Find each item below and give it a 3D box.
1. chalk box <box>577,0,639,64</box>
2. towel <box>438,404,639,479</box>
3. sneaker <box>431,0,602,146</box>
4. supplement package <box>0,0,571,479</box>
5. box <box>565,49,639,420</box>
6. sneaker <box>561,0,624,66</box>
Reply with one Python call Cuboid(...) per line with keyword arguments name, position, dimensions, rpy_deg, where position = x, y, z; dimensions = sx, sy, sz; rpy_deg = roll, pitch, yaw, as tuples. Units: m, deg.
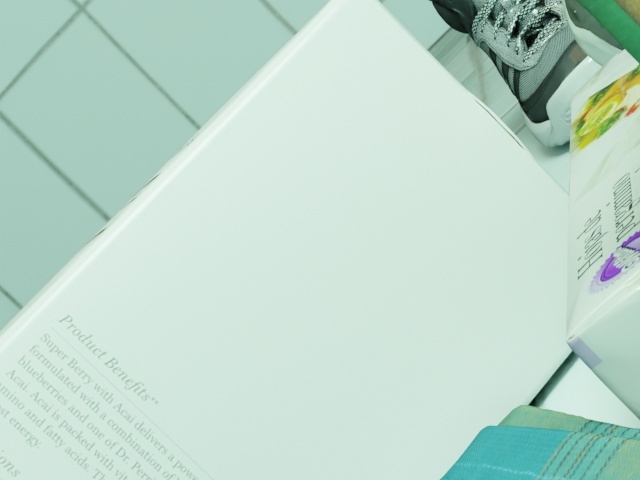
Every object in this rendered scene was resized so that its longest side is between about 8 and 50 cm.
Cuboid(name="chalk box", position=(0.175, -0.115, 0.398), dimensions=(0.179, 0.180, 0.289), rpy_deg=(-40, 6, 38))
Cuboid(name="towel", position=(-0.021, 0.190, 0.357), dimensions=(0.370, 0.040, 0.271), rpy_deg=(-48, 6, -11))
Cuboid(name="sneaker", position=(0.140, -0.156, 1.037), dimensions=(0.101, 0.153, 0.268), rpy_deg=(-45, 6, 10))
Cuboid(name="supplement package", position=(-0.041, 0.065, 0.650), dimensions=(0.293, 0.177, 0.175), rpy_deg=(-47, 6, -19))
Cuboid(name="box", position=(0.135, -0.019, 0.559), dimensions=(0.063, 0.067, 0.324), rpy_deg=(-44, 7, 19))
Cuboid(name="sneaker", position=(0.252, -0.228, 0.896), dimensions=(0.384, 0.145, 0.147), rpy_deg=(-56, -9, -28))
